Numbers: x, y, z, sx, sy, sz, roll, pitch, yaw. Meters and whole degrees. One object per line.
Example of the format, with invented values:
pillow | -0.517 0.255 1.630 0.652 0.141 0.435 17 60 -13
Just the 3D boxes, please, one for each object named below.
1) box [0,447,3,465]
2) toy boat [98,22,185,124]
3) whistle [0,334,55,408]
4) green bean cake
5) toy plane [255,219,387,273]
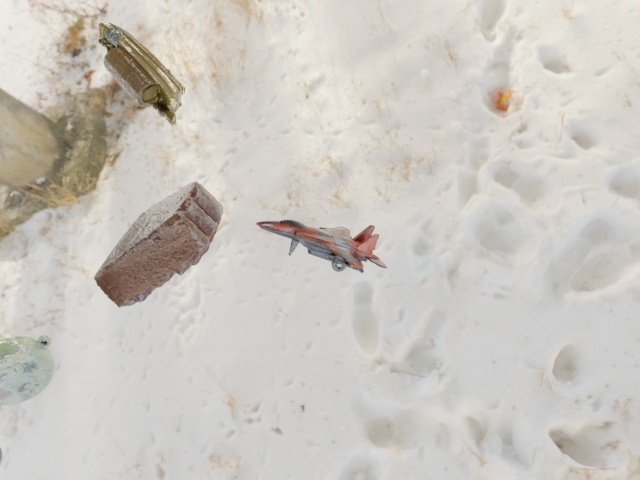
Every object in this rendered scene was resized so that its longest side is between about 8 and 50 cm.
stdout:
box | -0.485 0.285 0.469 0.291 0.262 0.206 10 112 -9
toy boat | -0.457 -0.418 1.114 0.310 0.089 0.115 46 53 4
whistle | -0.568 0.260 0.772 0.258 0.126 0.067 -47 41 -7
green bean cake | -0.297 0.005 0.847 0.233 0.097 0.198 -23 36 32
toy plane | -0.001 0.003 0.643 0.189 0.061 0.130 6 26 -9
